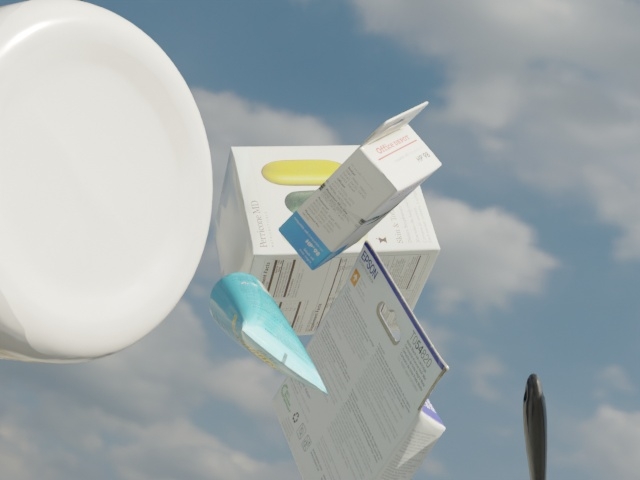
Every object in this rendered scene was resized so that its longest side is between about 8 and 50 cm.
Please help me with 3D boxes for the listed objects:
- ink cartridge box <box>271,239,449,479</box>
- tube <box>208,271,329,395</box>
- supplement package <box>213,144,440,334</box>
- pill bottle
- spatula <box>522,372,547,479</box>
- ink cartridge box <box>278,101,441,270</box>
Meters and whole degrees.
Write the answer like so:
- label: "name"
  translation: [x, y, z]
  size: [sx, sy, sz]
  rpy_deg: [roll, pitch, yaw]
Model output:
- label: "ink cartridge box"
  translation: [0.045, 0.149, 1.157]
  size: [0.045, 0.223, 0.224]
  rpy_deg: [17, -65, -28]
- label: "tube"
  translation: [-0.047, 0.069, 0.918]
  size: [0.080, 0.052, 0.207]
  rpy_deg: [34, 0, -16]
- label: "supplement package"
  translation: [0.000, 0.000, 1.671]
  size: [0.262, 0.199, 0.198]
  rpy_deg: [-2, -38, -16]
- label: "pill bottle"
  translation: [-0.193, -0.023, 0.560]
  size: [0.264, 0.153, 0.153]
  rpy_deg: [-1, -29, 39]
- label: "spatula"
  translation: [0.194, 0.254, 1.099]
  size: [0.030, 0.084, 0.297]
  rpy_deg: [2, -66, 2]
- label: "ink cartridge box"
  translation: [0.051, -0.055, 1.194]
  size: [0.060, 0.104, 0.180]
  rpy_deg: [51, -54, 6]
